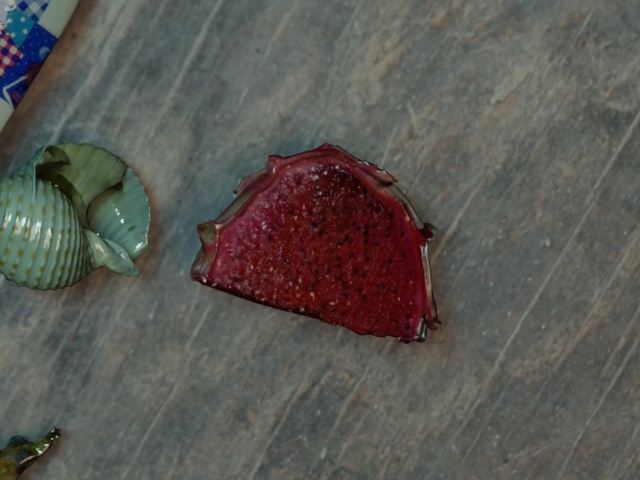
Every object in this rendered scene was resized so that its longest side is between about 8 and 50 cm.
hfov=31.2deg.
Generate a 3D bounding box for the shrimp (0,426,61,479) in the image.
[{"bbox_3d":[-0.333,0.282,1.073,0.254,0.059,0.145,-28,114,-10],"label":"shrimp"}]

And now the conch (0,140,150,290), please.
[{"bbox_3d":[-0.230,-0.022,1.004,0.153,0.102,0.135,18,86,-56],"label":"conch"}]

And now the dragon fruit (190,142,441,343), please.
[{"bbox_3d":[-0.004,-0.006,1.086,0.274,0.126,0.161,18,88,-32],"label":"dragon fruit"}]

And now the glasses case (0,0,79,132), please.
[{"bbox_3d":[-0.320,-0.127,0.957,0.125,0.076,0.327,32,93,-25],"label":"glasses case"}]
